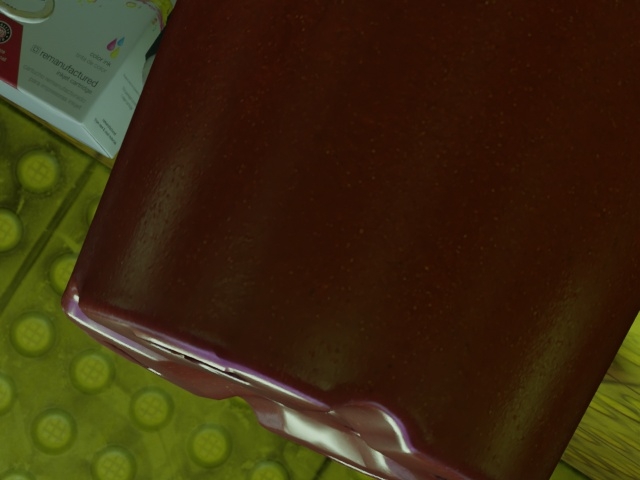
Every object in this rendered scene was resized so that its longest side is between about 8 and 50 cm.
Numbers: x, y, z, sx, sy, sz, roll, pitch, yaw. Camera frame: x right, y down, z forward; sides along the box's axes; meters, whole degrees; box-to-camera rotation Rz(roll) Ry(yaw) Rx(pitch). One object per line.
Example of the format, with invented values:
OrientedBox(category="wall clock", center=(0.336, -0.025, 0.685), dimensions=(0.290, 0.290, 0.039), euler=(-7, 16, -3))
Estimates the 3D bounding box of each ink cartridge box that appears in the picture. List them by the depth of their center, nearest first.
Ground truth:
OrientedBox(category="ink cartridge box", center=(-0.160, -0.169, 1.329), dimensions=(0.127, 0.175, 0.072), euler=(29, 170, 20))

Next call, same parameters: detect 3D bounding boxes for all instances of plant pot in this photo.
OrientedBox(category="plant pot", center=(0.042, -0.046, 0.743), dimensions=(0.272, 0.265, 0.272), euler=(24, 169, 5))

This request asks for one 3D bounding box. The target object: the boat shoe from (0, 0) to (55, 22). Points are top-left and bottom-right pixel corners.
OrientedBox(category="boat shoe", center=(-0.160, -0.208, 1.112), dimensions=(0.136, 0.156, 0.367), euler=(33, 173, -4))

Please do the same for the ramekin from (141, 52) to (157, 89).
OrientedBox(category="ramekin", center=(0.020, -0.040, 1.198), dimensions=(0.277, 0.135, 0.277), euler=(53, -167, -17))
